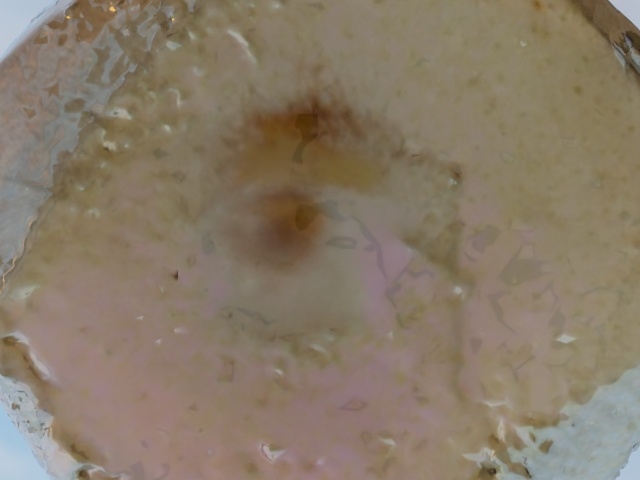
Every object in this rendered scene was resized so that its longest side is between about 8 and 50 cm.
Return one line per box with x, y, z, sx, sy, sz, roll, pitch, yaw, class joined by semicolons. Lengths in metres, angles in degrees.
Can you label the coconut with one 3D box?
0.000;0.000;1.045;0.404;0.404;0.404;18;-146;-13;coconut
